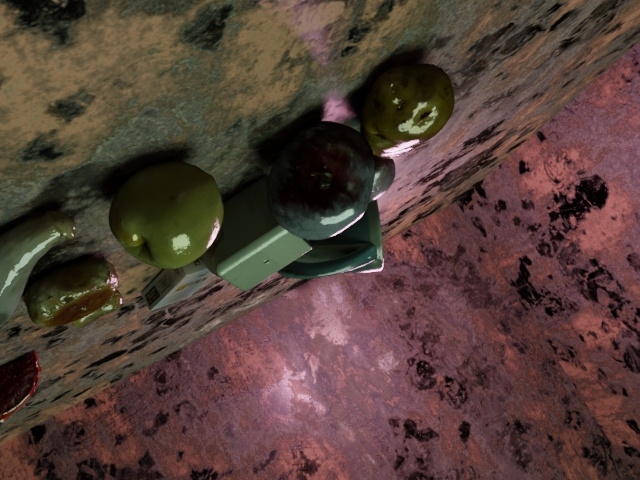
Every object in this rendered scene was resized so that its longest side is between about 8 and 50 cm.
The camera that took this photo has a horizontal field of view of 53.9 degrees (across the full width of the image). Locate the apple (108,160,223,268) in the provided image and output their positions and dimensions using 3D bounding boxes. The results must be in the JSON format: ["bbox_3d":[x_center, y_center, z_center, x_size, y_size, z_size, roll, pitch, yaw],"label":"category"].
[{"bbox_3d":[-0.267,-0.044,1.105,0.200,0.200,0.200,-30,170,-6],"label":"apple"}]

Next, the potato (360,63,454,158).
[{"bbox_3d":[0.183,-0.267,1.395,0.195,0.176,0.369,-64,177,-7],"label":"potato"}]

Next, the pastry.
[{"bbox_3d":[-0.531,0.113,1.359,0.192,0.093,0.182,-21,164,-42],"label":"pastry"}]

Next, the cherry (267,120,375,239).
[{"bbox_3d":[0.004,-0.125,1.342,0.296,0.218,0.255,9,104,-86],"label":"cherry"}]

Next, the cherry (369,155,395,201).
[{"bbox_3d":[0.118,-0.178,1.685,0.176,0.140,0.176,-30,160,-12],"label":"cherry"}]

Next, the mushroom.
[{"bbox_3d":[-0.520,0.047,1.054,0.270,0.103,0.118,-41,167,23],"label":"mushroom"}]

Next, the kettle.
[{"bbox_3d":[0.000,0.000,1.797,0.342,0.247,0.319,-6,-150,-1],"label":"kettle"}]

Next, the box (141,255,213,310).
[{"bbox_3d":[-0.393,0.107,1.811,0.155,0.067,0.243,-22,168,-46],"label":"box"}]

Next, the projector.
[{"bbox_3d":[-0.167,-0.009,1.502,0.242,0.177,0.163,-34,145,10],"label":"projector"}]

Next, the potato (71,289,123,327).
[{"bbox_3d":[-0.564,0.163,1.578,0.138,0.070,0.091,-27,171,-9],"label":"potato"}]

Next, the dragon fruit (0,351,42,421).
[{"bbox_3d":[-0.902,0.444,1.811,0.262,0.134,0.211,-28,173,-15],"label":"dragon fruit"}]
